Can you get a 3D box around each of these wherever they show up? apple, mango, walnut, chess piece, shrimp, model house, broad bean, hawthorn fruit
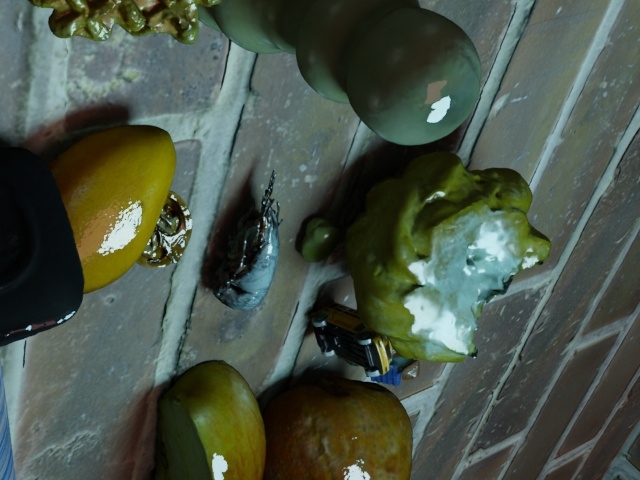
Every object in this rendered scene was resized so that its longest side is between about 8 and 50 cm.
[{"bbox_3d":[-0.174,0.348,1.691,0.254,0.179,0.346,-65,171,-48],"label":"apple"},{"bbox_3d":[-0.242,-0.039,1.200,0.219,0.112,0.145,-52,128,-5],"label":"mango"},{"bbox_3d":[-0.205,-0.021,1.316,0.091,0.052,0.121,-43,142,-17],"label":"walnut"},{"bbox_3d":[0.020,-0.213,1.091,0.182,0.330,0.182,-31,146,-24],"label":"chess piece"},{"bbox_3d":[-0.087,-0.001,1.465,0.090,0.079,0.232,-63,174,-58],"label":"shrimp"},{"bbox_3d":[0.128,0.185,1.855,0.148,0.148,0.119,-31,147,-19],"label":"model house"},{"bbox_3d":[0.000,0.000,1.593,0.063,0.045,0.083,-26,152,-25],"label":"broad bean"},{"bbox_3d":[0.035,0.380,1.822,0.277,0.298,0.277,-14,149,-8],"label":"hawthorn fruit"}]

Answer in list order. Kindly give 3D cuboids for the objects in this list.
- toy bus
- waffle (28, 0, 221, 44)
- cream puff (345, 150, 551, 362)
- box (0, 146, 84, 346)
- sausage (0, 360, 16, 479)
[{"bbox_3d":[0.057,0.150,1.712,0.074,0.162,0.069,-31,120,-30],"label":"toy bus"},{"bbox_3d":[-0.177,-0.287,0.991,0.238,0.058,0.243,7,119,-34],"label":"waffle"},{"bbox_3d":[0.150,0.008,1.626,0.323,0.270,0.274,-47,119,-15],"label":"cream puff"},{"bbox_3d":[-0.341,0.011,1.067,0.213,0.201,0.042,-15,165,-30],"label":"box"},{"bbox_3d":[-0.437,0.198,1.136,0.233,0.233,0.287,-24,144,-30],"label":"sausage"}]
